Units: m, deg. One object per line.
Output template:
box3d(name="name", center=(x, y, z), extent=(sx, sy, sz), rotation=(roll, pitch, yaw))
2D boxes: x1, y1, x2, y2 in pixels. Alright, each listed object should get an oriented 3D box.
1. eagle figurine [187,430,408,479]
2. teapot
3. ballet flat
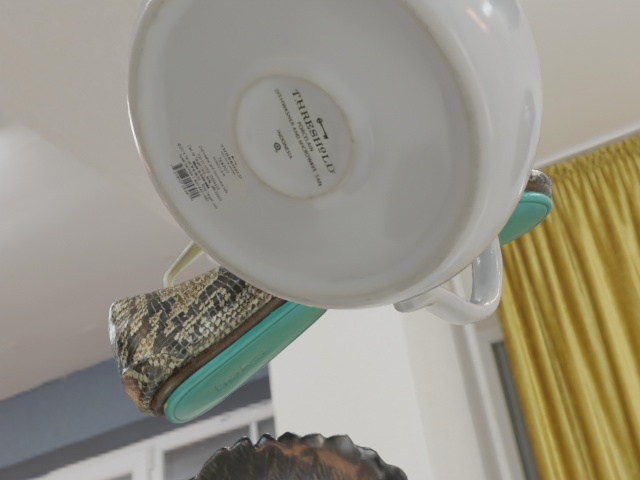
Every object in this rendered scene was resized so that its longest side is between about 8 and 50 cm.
box3d(name="eagle figurine", center=(-0.039, 0.226, 0.344), extent=(0.226, 0.225, 0.298), rotation=(-37, -4, 7))
box3d(name="teapot", center=(0.026, -0.091, 0.526), extent=(0.253, 0.187, 0.256), rotation=(25, -55, 13))
box3d(name="ballet flat", center=(0.000, 0.000, 0.895), extent=(0.483, 0.182, 0.164), rotation=(-28, -25, -9))
